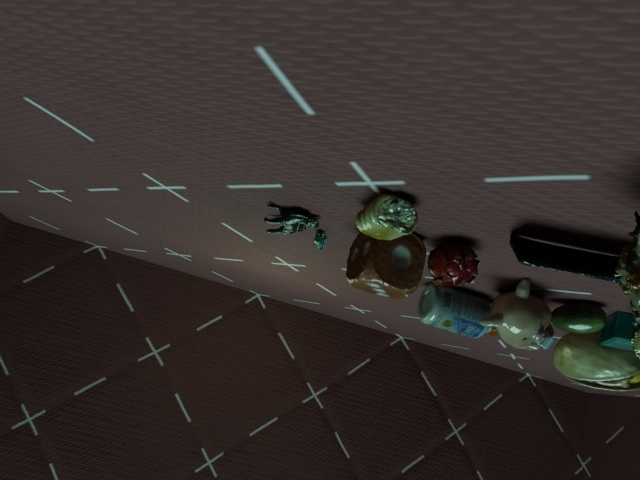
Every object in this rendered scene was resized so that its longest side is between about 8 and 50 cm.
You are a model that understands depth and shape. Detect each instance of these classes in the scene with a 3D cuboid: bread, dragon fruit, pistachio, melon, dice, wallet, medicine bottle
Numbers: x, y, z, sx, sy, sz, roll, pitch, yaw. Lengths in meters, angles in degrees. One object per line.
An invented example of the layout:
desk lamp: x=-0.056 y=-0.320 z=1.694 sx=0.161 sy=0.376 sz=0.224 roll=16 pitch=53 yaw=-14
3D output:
bread: x=0.157 y=-0.055 z=1.129 sx=0.119 sy=0.084 sz=0.177 roll=22 pitch=162 yaw=-15
dragon fruit: x=0.356 y=0.069 z=1.275 sx=0.136 sy=0.133 sz=0.166 roll=33 pitch=167 yaw=-24
pistachio: x=1.017 y=0.434 z=1.691 sx=0.308 sy=0.230 sz=0.230 roll=8 pitch=163 yaw=47
melon: x=0.825 y=0.248 z=1.488 sx=0.162 sy=0.099 sz=0.099 roll=-5 pitch=154 yaw=38
dice: x=0.180 y=0.060 z=1.322 sx=0.173 sy=0.175 sz=0.179 roll=21 pitch=165 yaw=-20
wallet: x=0.581 y=0.045 z=1.052 sx=0.285 sy=0.030 sz=0.146 roll=11 pitch=-155 yaw=9
medicine bottle: x=0.516 y=0.266 z=1.700 sx=0.288 sy=0.157 sz=0.157 roll=18 pitch=162 yaw=-10

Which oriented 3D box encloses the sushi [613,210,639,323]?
sushi: x=0.660 y=0.065 z=0.667 sx=0.417 sy=0.418 sz=0.176 roll=3 pitch=-159 yaw=32

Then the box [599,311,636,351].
box: x=1.067 y=0.312 z=1.501 sx=0.244 sy=0.092 sz=0.153 roll=11 pitch=163 yaw=15

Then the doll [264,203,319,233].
doll: x=-0.085 y=-0.056 z=1.382 sx=0.165 sy=0.057 sz=0.139 roll=9 pitch=159 yaw=3

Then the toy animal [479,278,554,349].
toy animal: x=0.647 y=0.264 z=1.498 sx=0.213 sy=0.195 sz=0.256 roll=44 pitch=-177 yaw=18

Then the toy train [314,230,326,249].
toy train: x=0.000 y=0.000 z=1.495 sx=0.029 sy=0.045 sz=0.092 roll=13 pitch=160 yaw=12

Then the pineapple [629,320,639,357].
pineapple: x=1.021 y=0.282 z=1.379 sx=0.161 sy=0.176 sz=0.137 roll=-36 pitch=172 yaw=38
